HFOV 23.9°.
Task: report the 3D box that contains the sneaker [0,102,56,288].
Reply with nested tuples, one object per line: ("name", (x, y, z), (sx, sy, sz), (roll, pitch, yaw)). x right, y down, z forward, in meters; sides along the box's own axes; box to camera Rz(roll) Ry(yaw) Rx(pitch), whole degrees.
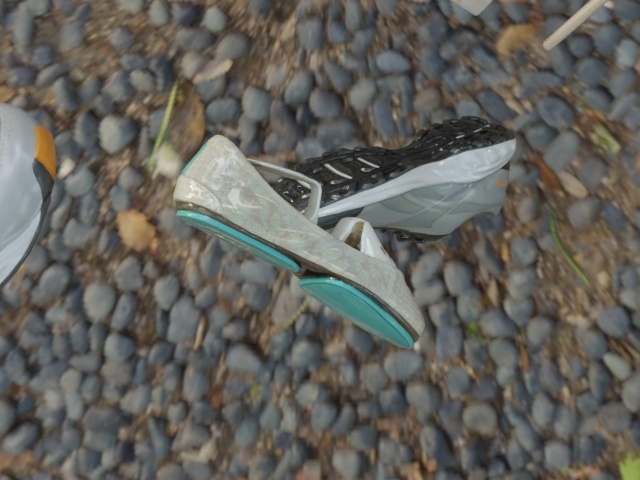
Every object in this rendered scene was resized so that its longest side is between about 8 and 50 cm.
("sneaker", (-0.237, -0.013, 0.593), (0.262, 0.099, 0.121), (-14, 145, 9))

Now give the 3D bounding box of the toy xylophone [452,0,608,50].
("toy xylophone", (0.179, -0.297, 1.402), (0.236, 0.323, 0.081), (35, 66, -14))

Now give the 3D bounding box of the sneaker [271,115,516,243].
("sneaker", (0.073, -0.037, 1.434), (0.271, 0.100, 0.108), (-14, 117, -26))

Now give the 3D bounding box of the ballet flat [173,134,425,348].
("ballet flat", (0.000, 0.000, 0.789), (0.168, 0.057, 0.052), (32, 75, -29))
